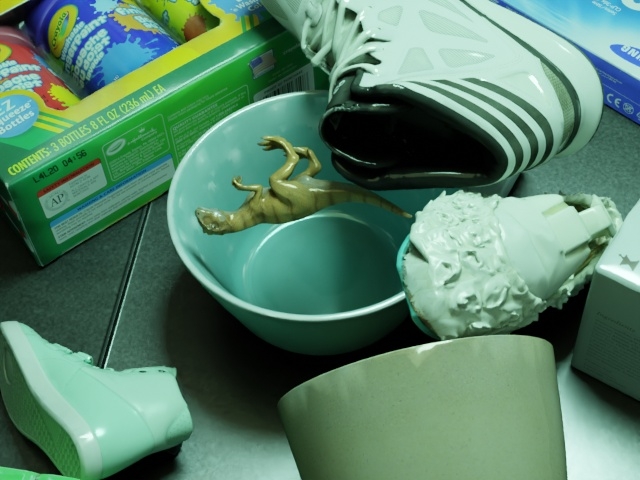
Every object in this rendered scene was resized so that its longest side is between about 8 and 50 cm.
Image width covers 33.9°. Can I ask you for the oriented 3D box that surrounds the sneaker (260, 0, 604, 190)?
[{"bbox_3d":[0.045,-0.202,1.060,0.448,0.169,0.257,35,38,25],"label":"sneaker"}]

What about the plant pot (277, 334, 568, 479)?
[{"bbox_3d":[0.111,0.253,0.913,0.257,0.256,0.274,-10,70,-3],"label":"plant pot"}]

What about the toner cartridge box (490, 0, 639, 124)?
[{"bbox_3d":[0.370,-0.285,1.387,0.165,0.075,0.348,-39,60,-22],"label":"toner cartridge box"}]

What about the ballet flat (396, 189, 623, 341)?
[{"bbox_3d":[0.205,0.000,1.010,0.147,0.147,0.409,27,17,22],"label":"ballet flat"}]

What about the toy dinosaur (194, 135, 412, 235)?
[{"bbox_3d":[-0.017,-0.047,1.050,0.212,0.064,0.112,-10,70,8],"label":"toy dinosaur"}]

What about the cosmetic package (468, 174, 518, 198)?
[{"bbox_3d":[0.125,-0.123,1.242,0.231,0.085,0.117,26,73,13],"label":"cosmetic package"}]

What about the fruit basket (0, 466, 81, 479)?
[{"bbox_3d":[-0.321,0.363,0.889,0.327,0.165,0.353,7,57,9],"label":"fruit basket"}]

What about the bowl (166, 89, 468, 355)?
[{"bbox_3d":[0.000,0.000,1.141,0.312,0.163,0.311,-2,53,2],"label":"bowl"}]

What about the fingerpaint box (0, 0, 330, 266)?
[{"bbox_3d":[-0.273,-0.238,1.340,0.445,0.163,0.371,-32,58,-20],"label":"fingerpaint box"}]

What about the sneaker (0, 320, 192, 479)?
[{"bbox_3d":[-0.237,0.156,1.100,0.151,0.094,0.256,-12,33,-36],"label":"sneaker"}]

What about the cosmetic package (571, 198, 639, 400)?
[{"bbox_3d":[0.363,0.061,1.055,0.151,0.183,0.151,28,60,23],"label":"cosmetic package"}]
